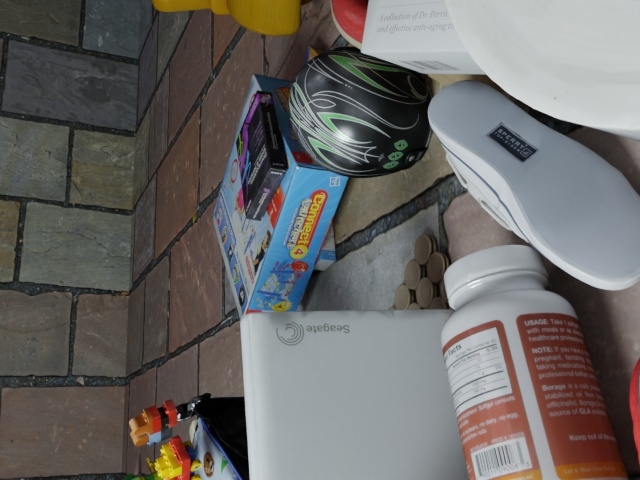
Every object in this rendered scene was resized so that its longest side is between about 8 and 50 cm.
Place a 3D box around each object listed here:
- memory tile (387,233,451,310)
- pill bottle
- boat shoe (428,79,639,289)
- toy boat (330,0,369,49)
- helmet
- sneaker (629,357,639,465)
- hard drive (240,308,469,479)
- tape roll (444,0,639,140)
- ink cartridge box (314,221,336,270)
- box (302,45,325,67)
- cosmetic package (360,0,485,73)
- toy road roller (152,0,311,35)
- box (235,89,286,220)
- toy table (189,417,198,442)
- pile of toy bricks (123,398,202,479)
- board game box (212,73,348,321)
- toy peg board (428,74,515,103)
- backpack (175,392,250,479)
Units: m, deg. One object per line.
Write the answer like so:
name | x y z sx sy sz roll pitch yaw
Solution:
memory tile | 0.122 0.078 0.871 0.113 0.012 0.148 -119 41 -52
pill bottle | 0.171 0.119 0.619 0.121 0.121 0.216 130 139 -52
boat shoe | 0.195 -0.047 0.654 0.258 0.095 0.084 58 180 36
toy boat | 0.091 -0.332 0.833 0.151 0.151 0.231 124 147 -81
helmet | 0.042 -0.160 0.915 0.169 0.162 0.169 -174 90 -66
sneaker | 0.242 0.201 0.471 0.118 0.107 0.279 123 148 -62
hard drive | 0.049 0.243 0.710 0.047 0.233 0.353 133 134 -62
tape roll | 0.200 -0.194 0.383 0.286 0.100 0.286 -2 88 48
ink cartridge box | 0.000 0.000 1.140 0.048 0.028 0.083 139 132 -57
box | -0.016 -0.252 1.233 0.081 0.028 0.136 -122 45 -53
cosmetic package | 0.208 -0.269 0.525 0.377 0.097 0.284 15 97 48
toy road roller | -0.146 -0.458 1.199 0.202 0.330 0.240 94 166 -50
box | -0.092 -0.127 1.088 0.116 0.029 0.162 122 145 -45
toy table | -0.112 0.391 1.150 0.274 0.161 0.252 -121 42 -52
pile of toy bricks | -0.200 0.282 0.818 0.118 0.105 0.212 52 146 36
board game box | -0.081 -0.068 1.195 0.308 0.086 0.302 -114 37 -49
toy peg board | 0.185 -0.230 0.742 0.161 0.079 0.160 -125 31 -56
backpack | -0.015 0.302 0.848 0.263 0.277 0.213 31 118 57
